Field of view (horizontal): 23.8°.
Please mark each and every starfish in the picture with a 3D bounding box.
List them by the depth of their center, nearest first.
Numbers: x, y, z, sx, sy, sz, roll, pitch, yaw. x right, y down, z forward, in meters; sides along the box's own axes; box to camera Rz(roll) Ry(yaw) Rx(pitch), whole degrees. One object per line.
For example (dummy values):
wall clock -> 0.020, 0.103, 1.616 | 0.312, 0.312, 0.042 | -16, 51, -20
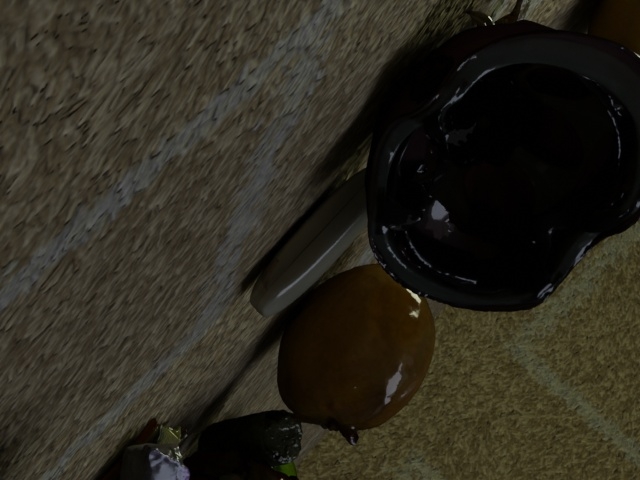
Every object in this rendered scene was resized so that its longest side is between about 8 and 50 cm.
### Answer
starfish -> 0.166, -0.186, 1.666 | 0.138, 0.050, 0.247 | -40, 164, -38

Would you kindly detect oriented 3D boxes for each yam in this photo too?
yam -> -0.097, 0.272, 2.048 | 0.078, 0.078, 0.179 | -43, -165, -34

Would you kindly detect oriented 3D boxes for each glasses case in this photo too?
glasses case -> 0.000, 0.000, 1.622 | 0.204, 0.051, 0.081 | -47, 170, -14

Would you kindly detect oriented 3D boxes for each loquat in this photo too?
loquat -> 0.046, 0.141, 1.999 | 0.238, 0.193, 0.238 | -61, -170, 18

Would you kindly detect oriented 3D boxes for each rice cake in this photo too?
rice cake -> -0.218, 0.400, 1.737 | 0.070, 0.064, 0.399 | 2, 111, -32

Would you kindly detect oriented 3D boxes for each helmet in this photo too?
helmet -> 0.185, -0.100, 1.532 | 0.338, 0.271, 0.197 | -57, -161, 26

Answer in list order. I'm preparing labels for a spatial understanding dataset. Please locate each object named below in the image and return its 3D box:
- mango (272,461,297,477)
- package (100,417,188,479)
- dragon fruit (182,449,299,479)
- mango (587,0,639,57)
mango -> -0.132, 0.388, 2.270 | 0.192, 0.156, 0.343 | -42, 174, -18
package -> -0.207, 0.255, 1.759 | 0.108, 0.031, 0.121 | -50, 164, -2
dragon fruit -> -0.136, 0.418, 1.915 | 0.329, 0.329, 0.329 | -48, 171, -10
mango -> 0.527, -0.321, 2.284 | 0.300, 0.232, 0.446 | -48, 163, 21
